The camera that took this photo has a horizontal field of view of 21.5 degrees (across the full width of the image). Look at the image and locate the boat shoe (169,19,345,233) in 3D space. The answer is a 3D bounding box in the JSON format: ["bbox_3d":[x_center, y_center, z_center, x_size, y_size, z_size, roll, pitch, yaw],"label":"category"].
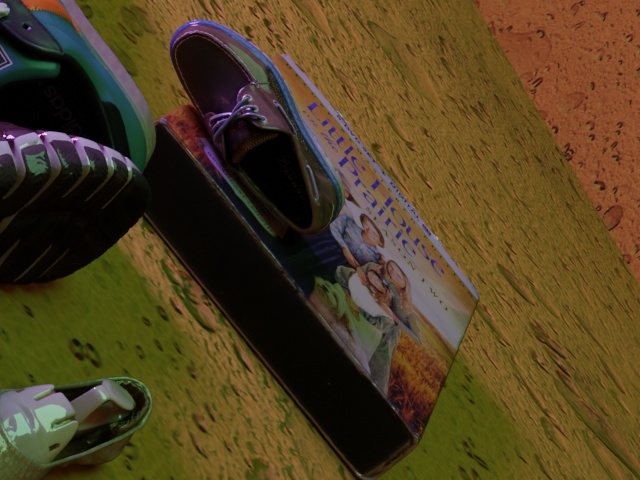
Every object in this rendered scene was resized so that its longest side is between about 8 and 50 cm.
[{"bbox_3d":[-0.047,-0.083,1.233,0.183,0.066,0.066,50,19,-6],"label":"boat shoe"}]

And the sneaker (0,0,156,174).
[{"bbox_3d":[-0.213,-0.138,1.046,0.302,0.108,0.121,49,13,-16],"label":"sneaker"}]

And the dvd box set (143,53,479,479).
[{"bbox_3d":[0.000,0.000,1.406,0.307,0.062,0.420,52,17,-2],"label":"dvd box set"}]

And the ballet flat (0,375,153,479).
[{"bbox_3d":[-0.139,0.091,0.864,0.057,0.052,0.168,55,17,10],"label":"ballet flat"}]

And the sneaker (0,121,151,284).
[{"bbox_3d":[-0.211,-0.070,0.923,0.162,0.106,0.281,55,17,20],"label":"sneaker"}]
